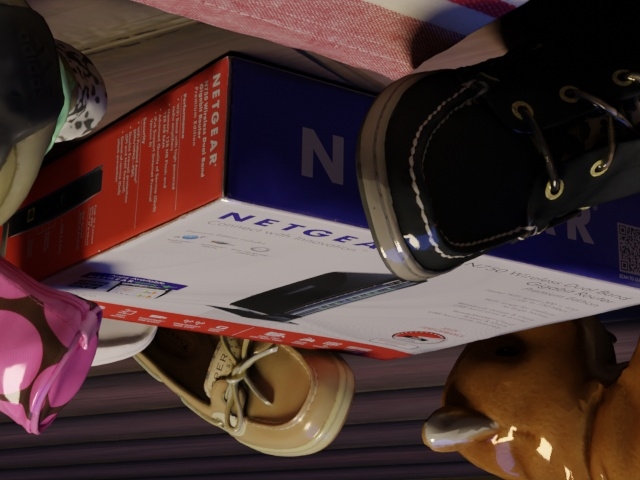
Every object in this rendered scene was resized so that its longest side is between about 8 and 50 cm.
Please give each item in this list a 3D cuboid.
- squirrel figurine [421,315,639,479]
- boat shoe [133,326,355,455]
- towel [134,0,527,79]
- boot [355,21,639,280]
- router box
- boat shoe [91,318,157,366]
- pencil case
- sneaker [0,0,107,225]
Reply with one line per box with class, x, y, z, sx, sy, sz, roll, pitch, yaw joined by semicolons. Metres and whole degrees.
squirrel figurine;0.267;0.217;1.125;0.370;0.397;0.281;8;179;25
boat shoe;-0.085;0.102;1.134;0.089;0.104;0.285;30;169;-39
towel;0.020;-0.151;0.448;0.237;0.037;0.329;13;159;-29
boot;0.134;-0.055;0.591;0.179;0.085;0.236;-12;-171;32
router box;0.000;0.000;0.899;0.335;0.082;0.301;12;162;-33
boat shoe;-0.235;0.036;1.020;0.277;0.098;0.096;12;162;-30
pencil case;-0.226;0.021;0.821;0.209;0.098;0.095;35;-158;2
sneaker;-0.164;-0.071;0.561;0.182;0.158;0.410;-14;-170;-30
